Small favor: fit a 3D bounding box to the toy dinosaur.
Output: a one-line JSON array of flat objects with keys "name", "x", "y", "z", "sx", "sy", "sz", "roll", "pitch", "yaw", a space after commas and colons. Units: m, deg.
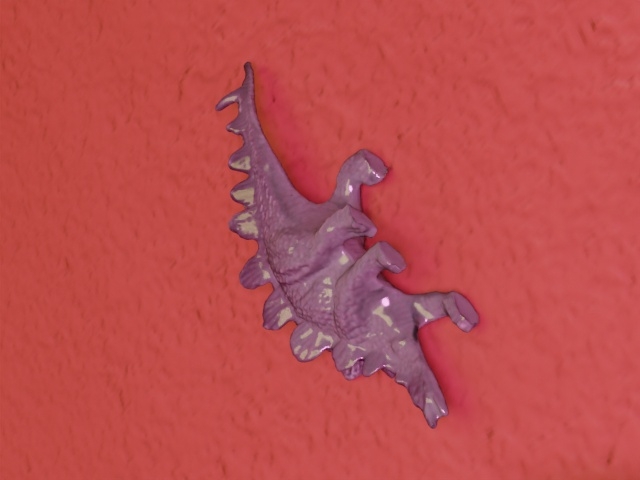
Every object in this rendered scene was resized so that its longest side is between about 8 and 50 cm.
[{"name": "toy dinosaur", "x": -0.002, "y": 0.000, "z": 0.694, "sx": 0.082, "sy": 0.039, "sz": 0.209, "roll": -48, "pitch": 55, "yaw": 31}]
